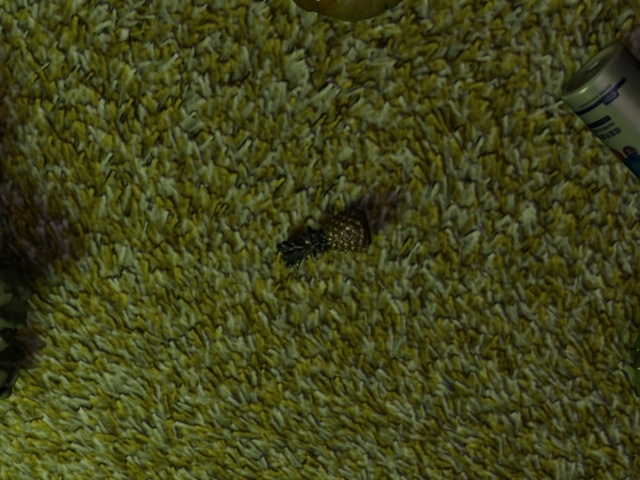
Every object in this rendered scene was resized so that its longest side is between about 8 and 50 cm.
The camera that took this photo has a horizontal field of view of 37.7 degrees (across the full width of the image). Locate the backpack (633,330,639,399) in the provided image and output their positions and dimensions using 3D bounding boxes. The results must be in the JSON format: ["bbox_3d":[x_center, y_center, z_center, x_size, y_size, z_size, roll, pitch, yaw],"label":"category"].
[{"bbox_3d":[0.503,0.141,1.123,0.253,0.140,0.207,-26,104,19],"label":"backpack"}]

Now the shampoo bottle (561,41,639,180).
[{"bbox_3d":[0.410,-0.089,1.078,0.303,0.092,0.092,44,106,-10],"label":"shampoo bottle"}]

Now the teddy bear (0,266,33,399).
[{"bbox_3d":[-0.516,0.007,1.165,0.358,0.224,0.367,22,94,0],"label":"teddy bear"}]

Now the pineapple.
[{"bbox_3d":[0.000,0.000,1.164,0.124,0.058,0.058,-18,105,11],"label":"pineapple"}]

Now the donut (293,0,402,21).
[{"bbox_3d":[0.051,-0.357,1.005,0.262,0.128,0.208,-29,104,14],"label":"donut"}]
